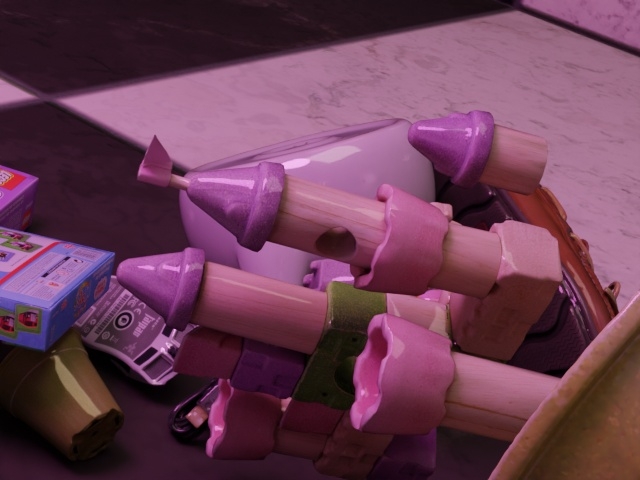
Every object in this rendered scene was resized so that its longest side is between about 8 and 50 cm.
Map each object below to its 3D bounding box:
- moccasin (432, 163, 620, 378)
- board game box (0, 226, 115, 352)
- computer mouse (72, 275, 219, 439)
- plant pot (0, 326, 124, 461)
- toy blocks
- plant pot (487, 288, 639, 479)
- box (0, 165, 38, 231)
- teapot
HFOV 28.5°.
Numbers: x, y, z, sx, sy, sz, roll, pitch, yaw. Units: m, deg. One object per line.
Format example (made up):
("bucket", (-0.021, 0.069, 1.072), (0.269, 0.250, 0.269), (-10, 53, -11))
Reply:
("moccasin", (0.201, 0.047, 1.178), (0.147, 0.139, 0.380), (16, 32, -37))
("board game box", (-0.280, 0.020, 0.948), (0.211, 0.039, 0.160), (14, 15, 4))
("computer mouse", (-0.130, 0.086, 1.036), (0.193, 0.042, 0.106), (27, 72, 36))
("plant pot", (-0.189, 0.119, 0.933), (0.079, 0.083, 0.083), (42, 35, 26))
("toy blocks", (-0.013, 0.051, 0.836), (0.260, 0.288, 0.309), (14, 45, -11))
("plant pot", (0.242, 0.155, 0.610), (0.254, 0.276, 0.276), (41, 34, 24))
("box", (-0.401, -0.014, 1.107), (0.201, 0.057, 0.293), (17, 25, 5))
("teapot", (0.000, 0.000, 1.166), (0.256, 0.187, 0.252), (-18, 10, -23))
